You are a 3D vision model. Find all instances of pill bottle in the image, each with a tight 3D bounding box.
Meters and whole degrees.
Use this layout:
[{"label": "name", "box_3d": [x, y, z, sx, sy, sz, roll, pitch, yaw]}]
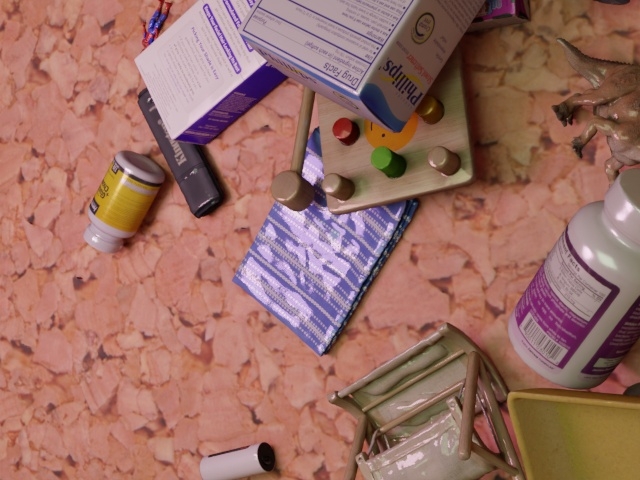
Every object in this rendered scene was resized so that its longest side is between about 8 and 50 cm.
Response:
[{"label": "pill bottle", "box_3d": [-0.377, -0.070, 2.099, 0.103, 0.103, 0.184, 39, 109, 25]}, {"label": "pill bottle", "box_3d": [0.396, 0.052, 1.540, 0.169, 0.169, 0.301, 45, 131, 24]}]

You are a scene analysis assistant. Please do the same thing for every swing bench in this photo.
[{"label": "swing bench", "box_3d": [0.160, 0.308, 1.720, 0.253, 0.165, 0.255, -35, 36, 28]}]

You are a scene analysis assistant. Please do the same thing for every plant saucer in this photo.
[{"label": "plant saucer", "box_3d": [0.455, 0.332, 1.534, 0.332, 0.081, 0.333, 1, 122, 36]}]

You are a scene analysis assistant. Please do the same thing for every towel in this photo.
[{"label": "towel", "box_3d": [0.000, 0.000, 1.906, 0.243, 0.040, 0.336, 38, 109, 26]}]

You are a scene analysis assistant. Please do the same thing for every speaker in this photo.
[{"label": "speaker", "box_3d": [-0.148, 0.401, 1.988, 0.136, 0.055, 0.055, -19, 80, 31]}]

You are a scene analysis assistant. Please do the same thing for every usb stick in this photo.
[{"label": "usb stick", "box_3d": [-0.261, -0.171, 2.062, 0.077, 0.045, 0.278, -36, 72, 27]}]

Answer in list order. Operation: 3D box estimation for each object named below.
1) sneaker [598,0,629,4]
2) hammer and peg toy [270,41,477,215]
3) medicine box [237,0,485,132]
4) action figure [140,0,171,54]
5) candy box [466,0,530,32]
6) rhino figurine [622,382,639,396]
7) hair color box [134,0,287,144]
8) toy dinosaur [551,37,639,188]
[{"label": "sneaker", "box_3d": [0.434, -0.476, 1.606, 0.111, 0.121, 0.300, 14, 80, 61]}, {"label": "hammer and peg toy", "box_3d": [0.066, -0.181, 1.782, 0.361, 0.127, 0.266, -12, 75, 26]}, {"label": "medicine box", "box_3d": [0.070, -0.354, 1.664, 0.263, 0.149, 0.289, 33, 91, 34]}, {"label": "action figure", "box_3d": [-0.319, -0.403, 2.109, 0.038, 0.030, 0.115, 29, 107, 23]}, {"label": "candy box", "box_3d": [0.209, -0.410, 1.758, 0.233, 0.071, 0.159, -3, 88, 31]}, {"label": "rhino figurine", "box_3d": [0.533, 0.264, 1.560, 0.243, 0.073, 0.106, 7, 98, 29]}, {"label": "hair color box", "box_3d": [-0.156, -0.340, 1.962, 0.339, 0.110, 0.185, -36, 71, 28]}, {"label": "toy dinosaur", "box_3d": [0.455, -0.185, 1.585, 0.200, 0.127, 0.296, -31, 61, 20]}]
